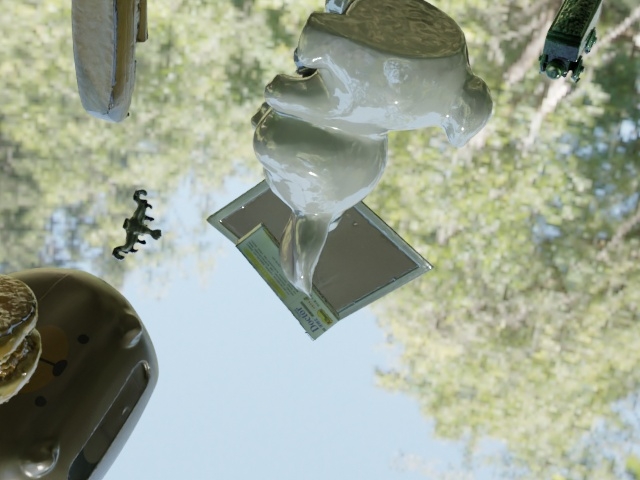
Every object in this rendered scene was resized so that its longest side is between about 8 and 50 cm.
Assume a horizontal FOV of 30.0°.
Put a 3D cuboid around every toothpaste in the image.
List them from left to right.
[{"bbox_3d":[-0.043,0.052,1.534,0.164,0.046,0.034,51,-174,-8],"label":"toothpaste"}]

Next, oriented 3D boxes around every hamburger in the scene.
[{"bbox_3d":[-0.394,0.104,1.275,0.191,0.118,0.182,27,-148,31],"label":"hamburger"}]

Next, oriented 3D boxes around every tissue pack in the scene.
[{"bbox_3d":[-0.413,0.240,1.780,0.277,0.267,0.387,11,-130,28],"label":"tissue pack"}]

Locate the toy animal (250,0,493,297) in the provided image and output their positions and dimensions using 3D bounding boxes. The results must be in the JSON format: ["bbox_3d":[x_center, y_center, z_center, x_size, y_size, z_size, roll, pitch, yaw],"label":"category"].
[{"bbox_3d":[0.038,-0.118,1.435,0.241,0.367,0.196,32,-145,0],"label":"toy animal"}]

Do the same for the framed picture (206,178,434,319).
[{"bbox_3d":[0.000,0.000,1.891,0.296,0.232,0.019,42,-143,-25],"label":"framed picture"}]

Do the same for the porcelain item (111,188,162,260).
[{"bbox_3d":[-0.320,-0.020,2.162,0.075,0.136,0.021,20,178,8],"label":"porcelain item"}]

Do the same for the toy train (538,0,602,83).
[{"bbox_3d":[0.372,-0.306,1.775,0.070,0.099,0.172,17,-137,15],"label":"toy train"}]

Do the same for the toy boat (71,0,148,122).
[{"bbox_3d":[-0.299,-0.311,1.706,0.089,0.321,0.121,14,-142,11],"label":"toy boat"}]
